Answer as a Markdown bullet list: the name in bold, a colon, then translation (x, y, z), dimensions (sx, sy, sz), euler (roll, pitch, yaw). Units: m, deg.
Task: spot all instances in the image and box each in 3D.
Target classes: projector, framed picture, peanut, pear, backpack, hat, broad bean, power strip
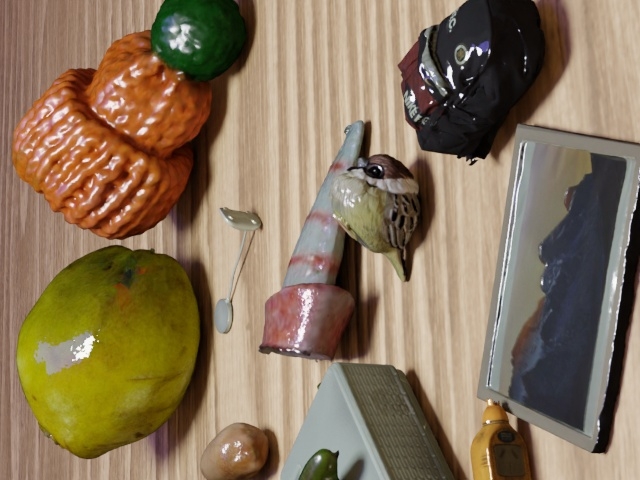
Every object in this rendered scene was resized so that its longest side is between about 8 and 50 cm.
- **projector**: translation (0.059, 0.275, 1.423), dimensions (0.192, 0.099, 0.256), euler (-66, 32, 32)
- **framed picture**: translation (0.213, 0.035, 1.238), dimensions (0.192, 0.018, 0.265), euler (19, 102, 63)
- **peanut**: translation (-0.113, 0.280, 1.806), dimensions (0.152, 0.076, 0.076), euler (140, 130, -61)
- **pear**: translation (-0.305, 0.160, 2.040), dimensions (0.269, 0.269, 0.321), euler (17, 82, 64)
- **backpack**: translation (0.140, -0.164, 1.322), dimensions (0.165, 0.106, 0.120), euler (120, 149, -47)
- **hat**: translation (-0.276, -0.218, 2.045), dimensions (0.400, 0.285, 0.285), euler (-62, 32, 21)
- **broad bean**: translation (-0.008, 0.289, 1.392), dimensions (0.061, 0.046, 0.195), euler (23, 112, 50)
- **power strip**: translation (0.166, 0.229, 1.258), dimensions (0.028, 0.049, 0.178), euler (-36, 54, 55)

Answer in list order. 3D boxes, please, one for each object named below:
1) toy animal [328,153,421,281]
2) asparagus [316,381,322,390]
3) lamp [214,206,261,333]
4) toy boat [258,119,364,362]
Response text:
- **toy animal**: translation (0.073, -0.029, 1.488), dimensions (0.098, 0.137, 0.098), euler (-39, 16, 13)
- **asparagus**: translation (0.017, 0.216, 1.612), dimensions (0.015, 0.018, 0.127), euler (70, -179, -50)
- **lamp**: translation (-0.130, 0.044, 1.919), dimensions (0.050, 0.056, 0.198), euler (56, 138, 49)
- **toy boat**: translation (0.000, 0.000, 1.632), dimensions (0.206, 0.096, 0.282), euler (157, 125, -78)
